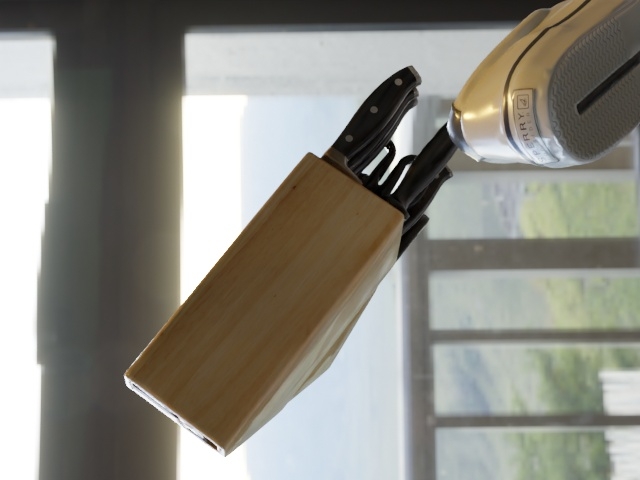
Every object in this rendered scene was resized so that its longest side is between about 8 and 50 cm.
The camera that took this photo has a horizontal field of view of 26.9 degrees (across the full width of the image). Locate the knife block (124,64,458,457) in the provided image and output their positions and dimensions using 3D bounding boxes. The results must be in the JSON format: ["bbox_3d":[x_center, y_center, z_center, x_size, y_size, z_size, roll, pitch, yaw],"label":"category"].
[{"bbox_3d":[0.000,0.000,0.960,0.242,0.088,0.276,-62,-14,25],"label":"knife block"}]

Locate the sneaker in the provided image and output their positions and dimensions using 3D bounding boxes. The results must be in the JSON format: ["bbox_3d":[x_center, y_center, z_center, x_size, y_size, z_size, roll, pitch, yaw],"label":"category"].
[{"bbox_3d":[0.168,-0.120,0.753,0.091,0.258,0.094,5,119,49],"label":"sneaker"}]
